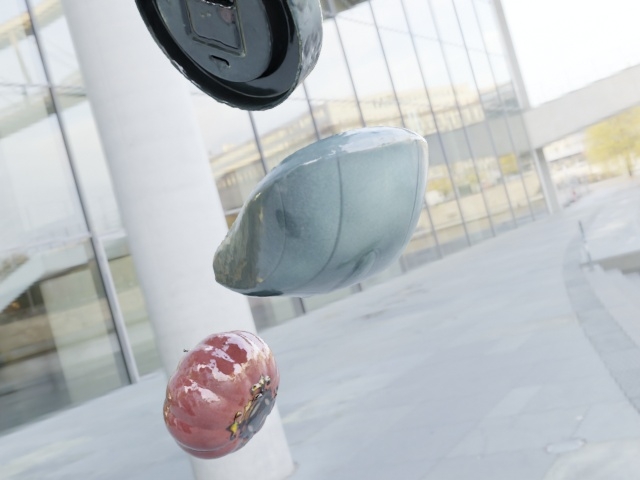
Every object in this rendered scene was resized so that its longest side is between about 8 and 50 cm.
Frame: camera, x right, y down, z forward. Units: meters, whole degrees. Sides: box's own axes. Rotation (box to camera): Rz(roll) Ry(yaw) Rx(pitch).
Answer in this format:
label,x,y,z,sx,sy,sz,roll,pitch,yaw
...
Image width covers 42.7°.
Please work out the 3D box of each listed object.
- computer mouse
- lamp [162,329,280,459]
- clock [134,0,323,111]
label,x,y,z,sx,sy,sz,roll,pitch,yaw
computer mouse,0.000,0.000,0.899,0.188,0.122,0.371,-9,-15,-24
lamp,-0.139,0.203,1.106,0.140,0.182,0.182,23,16,22
clock,-0.118,-0.288,1.004,0.055,0.280,0.280,-47,17,-32
